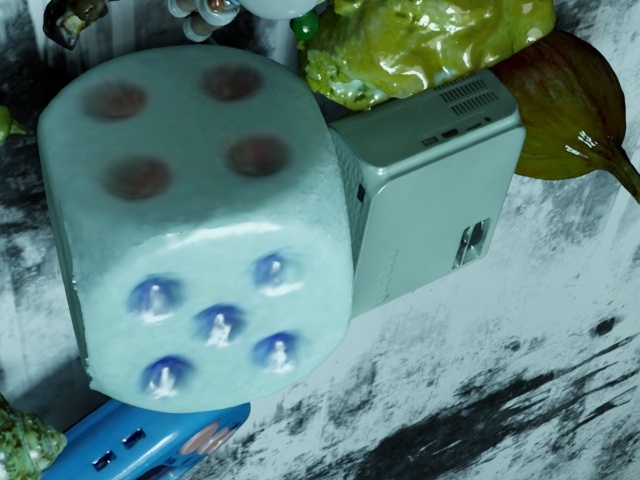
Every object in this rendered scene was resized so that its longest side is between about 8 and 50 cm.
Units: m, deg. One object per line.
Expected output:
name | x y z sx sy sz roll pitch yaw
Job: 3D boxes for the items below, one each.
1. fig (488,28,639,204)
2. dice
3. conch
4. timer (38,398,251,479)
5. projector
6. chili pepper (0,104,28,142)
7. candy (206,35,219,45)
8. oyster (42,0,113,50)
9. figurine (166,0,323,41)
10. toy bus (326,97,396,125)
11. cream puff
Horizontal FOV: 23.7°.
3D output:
fig | 0.313 -0.130 1.802 0.190 0.290 0.190 -51 162 -23
dice | -0.123 -0.013 1.473 0.262 0.268 0.264 -12 135 -12
conch | -0.387 0.239 1.737 0.124 0.181 0.187 -54 154 -34
timer | -0.239 0.264 1.908 0.309 0.115 0.340 -37 170 -2
projector | 0.092 -0.050 1.604 0.198 0.108 0.250 -23 148 -25
chili pepper | -0.374 -0.088 1.402 0.208 0.043 0.049 -20 173 -14
candy | -0.076 -0.168 1.579 0.061 0.061 0.202 -37 142 5
oyster | -0.129 -0.314 1.208 0.361 0.096 0.221 -58 -174 48
figurine | -0.057 -0.235 1.350 0.093 0.147 0.197 -48 -159 -29
toy bus | 0.007 -0.067 1.724 0.335 0.123 0.121 -30 151 -7
cream puff | 0.087 -0.236 1.454 0.282 0.185 0.282 -20 -170 4
